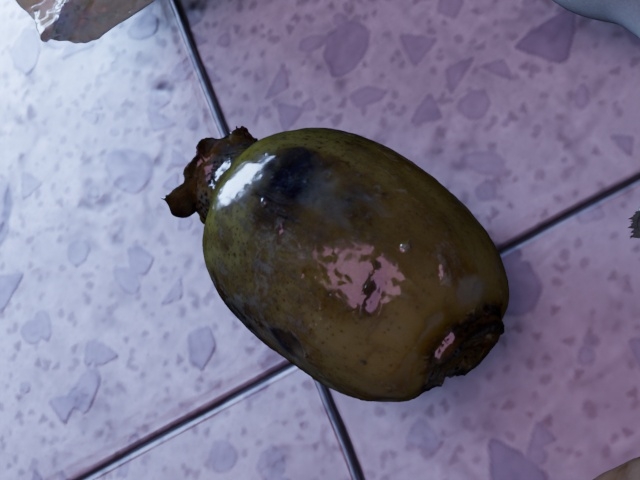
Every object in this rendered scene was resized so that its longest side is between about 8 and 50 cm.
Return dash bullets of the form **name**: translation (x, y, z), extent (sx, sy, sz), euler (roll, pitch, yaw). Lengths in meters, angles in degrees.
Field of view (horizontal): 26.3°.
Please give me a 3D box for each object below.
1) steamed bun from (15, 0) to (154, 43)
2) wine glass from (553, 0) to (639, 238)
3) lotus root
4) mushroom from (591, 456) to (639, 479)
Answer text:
- **steamed bun**: translation (-0.159, -0.269, 1.020), extent (0.225, 0.170, 0.200), euler (-39, 32, 18)
- **wine glass**: translation (0.202, -0.162, 0.846), extent (0.143, 0.143, 0.321), euler (-25, 66, 19)
- **lotus root**: translation (0.000, -0.002, 0.899), extent (0.278, 0.154, 0.154), euler (35, 94, 33)
- **mushroom**: translation (0.212, 0.184, 0.765), extent (0.154, 0.122, 0.154), euler (20, 124, 32)
